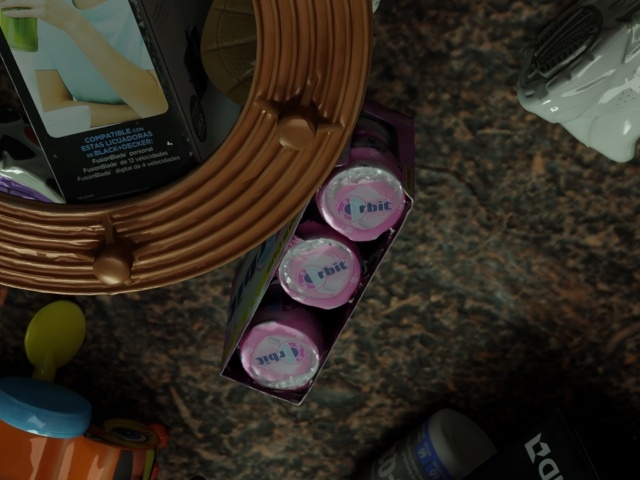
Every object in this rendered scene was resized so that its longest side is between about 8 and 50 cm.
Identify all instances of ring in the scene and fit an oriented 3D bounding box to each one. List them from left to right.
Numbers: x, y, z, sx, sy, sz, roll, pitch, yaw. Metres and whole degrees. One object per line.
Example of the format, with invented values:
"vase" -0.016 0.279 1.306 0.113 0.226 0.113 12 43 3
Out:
"ring" -0.141 -0.104 0.739 0.337 0.032 0.336 2 125 3

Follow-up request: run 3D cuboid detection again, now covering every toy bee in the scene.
"toy bee" -0.188 0.162 1.047 0.298 0.162 0.195 41 102 12

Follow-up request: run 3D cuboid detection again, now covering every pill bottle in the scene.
"pill bottle" 0.066 0.195 1.090 0.078 0.078 0.137 39 115 -20

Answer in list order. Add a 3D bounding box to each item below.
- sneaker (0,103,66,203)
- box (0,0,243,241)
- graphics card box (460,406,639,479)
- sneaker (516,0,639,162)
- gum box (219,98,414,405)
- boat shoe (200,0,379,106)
"sneaker" -0.185 -0.034 0.973 0.170 0.068 0.071 28 135 -6
"box" -0.131 -0.167 0.816 0.087 0.169 0.290 -11 123 12
"graphics card box" 0.121 0.278 1.080 0.233 0.094 0.371 20 127 -44
"sneaker" 0.238 -0.133 0.882 0.115 0.090 0.232 36 126 -27
"gum box" 0.000 0.000 0.951 0.062 0.107 0.188 21 120 -11
"boat shoe" 0.023 -0.204 0.834 0.098 0.096 0.277 35 106 8
